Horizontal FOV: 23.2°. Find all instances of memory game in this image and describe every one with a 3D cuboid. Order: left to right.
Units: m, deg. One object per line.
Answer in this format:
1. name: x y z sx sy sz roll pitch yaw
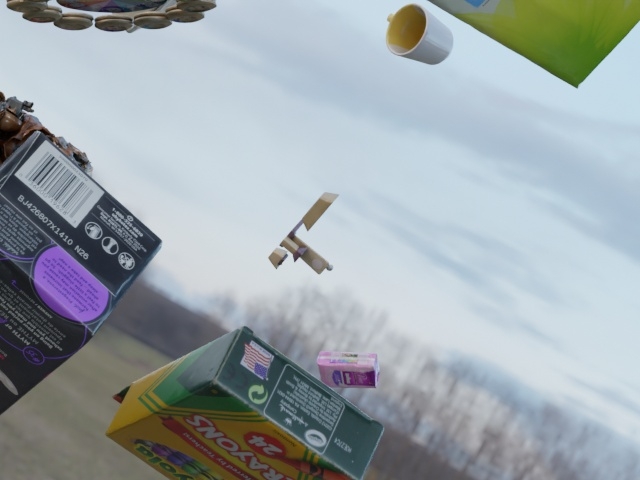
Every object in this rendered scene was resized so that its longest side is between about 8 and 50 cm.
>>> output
1. memory game: -0.184 -0.209 1.375 0.186 0.012 0.186 -2 -5 0

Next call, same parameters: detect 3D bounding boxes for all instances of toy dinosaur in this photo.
1. toy dinosaur: -0.423 -0.125 1.758 0.322 0.164 0.218 1 -3 9

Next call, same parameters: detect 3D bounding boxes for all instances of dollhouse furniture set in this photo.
1. dollhouse furniture set: 0.000 0.000 2.182 0.081 0.114 0.091 41 32 0

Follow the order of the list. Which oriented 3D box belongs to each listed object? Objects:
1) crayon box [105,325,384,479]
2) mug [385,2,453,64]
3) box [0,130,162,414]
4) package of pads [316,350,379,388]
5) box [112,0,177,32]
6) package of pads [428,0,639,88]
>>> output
1. crayon box: -0.102 0.219 1.741 0.202 0.081 0.318 37 -33 -16
2. mug: 0.116 -0.235 1.769 0.064 0.078 0.062 20 -44 -42
3. box: -0.304 0.050 1.477 0.165 0.143 0.270 44 -48 -10
4. package of pads: 0.039 0.179 2.147 0.083 0.032 0.050 1 -45 11
5. box: -0.137 -0.318 1.676 0.113 0.094 0.275 55 34 0
6. package of pads: 0.201 -0.291 1.392 0.297 0.229 0.101 22 30 -40
